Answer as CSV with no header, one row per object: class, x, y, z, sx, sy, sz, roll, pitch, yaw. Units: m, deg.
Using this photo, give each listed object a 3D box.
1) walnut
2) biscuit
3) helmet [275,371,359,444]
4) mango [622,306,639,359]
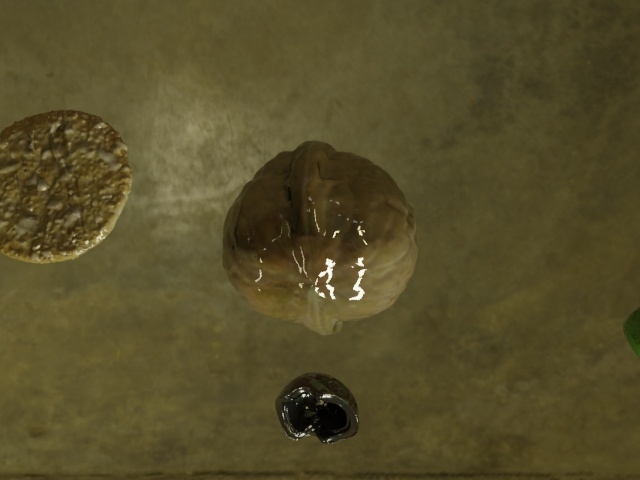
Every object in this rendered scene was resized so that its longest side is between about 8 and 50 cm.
walnut,0.000,0.002,1.006,0.248,0.248,0.248,-6,122,-10
biscuit,-0.344,-0.072,1.024,0.220,0.220,0.033,-25,161,2
helmet,-0.001,0.332,1.640,0.177,0.107,0.153,2,126,12
mango,0.618,0.201,1.141,0.382,0.225,0.201,29,81,10
